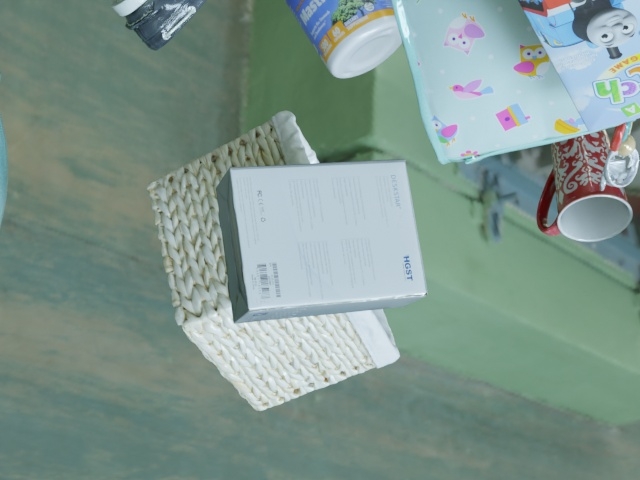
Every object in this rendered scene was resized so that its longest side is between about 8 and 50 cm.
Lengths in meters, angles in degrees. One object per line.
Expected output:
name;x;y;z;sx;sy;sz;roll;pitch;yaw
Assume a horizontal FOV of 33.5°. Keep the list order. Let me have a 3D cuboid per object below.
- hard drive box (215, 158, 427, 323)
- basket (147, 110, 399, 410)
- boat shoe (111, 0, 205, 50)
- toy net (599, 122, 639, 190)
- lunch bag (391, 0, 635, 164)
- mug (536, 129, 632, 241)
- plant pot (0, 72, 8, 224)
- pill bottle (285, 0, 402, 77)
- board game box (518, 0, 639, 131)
hard drive box;0.000;0.000;1.325;0.232;0.089;0.181;-3;76;-18
basket;-0.071;0.043;1.694;0.331;0.266;0.328;57;12;-52
boat shoe;-0.162;-0.394;1.505;0.302;0.114;0.091;-44;119;-11
toy net;0.365;-0.121;1.242;0.232;0.045;0.122;88;23;-54
lunch bag;0.196;-0.219;1.097;0.160;0.223;0.262;-60;136;-68
mug;0.403;-0.094;1.681;0.113;0.150;0.169;56;27;-46
plant pot;-0.409;-0.103;0.969;0.293;0.293;0.196;20;99;-45
pill bottle;0.017;-0.424;1.800;0.152;0.152;0.272;-13;66;-51
board game box;0.266;-0.190;0.896;0.211;0.160;0.039;47;39;-41
